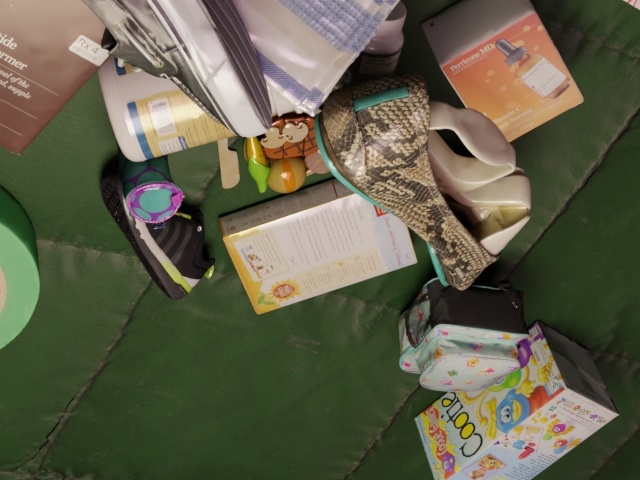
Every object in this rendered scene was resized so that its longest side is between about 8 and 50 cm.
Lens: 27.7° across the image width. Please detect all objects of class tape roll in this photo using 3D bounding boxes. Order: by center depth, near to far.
[{"bbox_3d":[-0.517,0.040,1.626,0.321,0.077,0.321,-8,135,-8],"label":"tape roll"}]

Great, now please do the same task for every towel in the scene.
[{"bbox_3d":[-0.006,-0.300,1.370,0.209,0.034,0.285,36,94,-18],"label":"towel"}]

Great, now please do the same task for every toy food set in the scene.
[{"bbox_3d":[-0.034,-0.115,1.643,0.192,0.038,0.132,-11,136,-6],"label":"toy food set"}]

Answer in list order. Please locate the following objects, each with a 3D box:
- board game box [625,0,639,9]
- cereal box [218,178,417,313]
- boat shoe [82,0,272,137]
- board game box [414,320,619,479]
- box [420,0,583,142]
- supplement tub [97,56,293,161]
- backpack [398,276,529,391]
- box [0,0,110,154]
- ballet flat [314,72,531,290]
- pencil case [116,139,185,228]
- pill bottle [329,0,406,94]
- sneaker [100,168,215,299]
[{"bbox_3d":[0.346,-0.318,1.443,0.146,0.193,0.045,20,126,-33],"label":"board game box"},{"bbox_3d":[0.000,0.000,1.762,0.240,0.047,0.173,-18,136,1],"label":"cereal box"},{"bbox_3d":[-0.163,-0.223,1.266,0.119,0.121,0.335,-23,128,16],"label":"boat shoe"},{"bbox_3d":[0.308,0.281,2.067,0.144,0.142,0.275,28,120,-37],"label":"board game box"},{"bbox_3d":[0.222,-0.217,1.581,0.130,0.091,0.170,-30,135,13],"label":"box"},{"bbox_3d":[-0.142,-0.180,1.469,0.199,0.144,0.144,-15,136,-2],"label":"supplement tub"},{"bbox_3d":[0.199,0.143,1.885,0.165,0.144,0.188,5,160,-19],"label":"backpack"},{"bbox_3d":[-0.279,-0.283,1.332,0.191,0.143,0.381,28,119,-37],"label":"box"},{"bbox_3d":[0.162,-0.065,1.597,0.182,0.164,0.483,-19,152,17],"label":"ballet flat"},{"bbox_3d":[-0.203,-0.082,1.543,0.070,0.152,0.064,1,125,-16],"label":"pencil case"},{"bbox_3d":[0.054,-0.222,1.535,0.078,0.078,0.137,0,133,-17],"label":"pill bottle"},{"bbox_3d":[-0.203,-0.023,1.675,0.097,0.084,0.235,-37,139,-13],"label":"sneaker"}]
